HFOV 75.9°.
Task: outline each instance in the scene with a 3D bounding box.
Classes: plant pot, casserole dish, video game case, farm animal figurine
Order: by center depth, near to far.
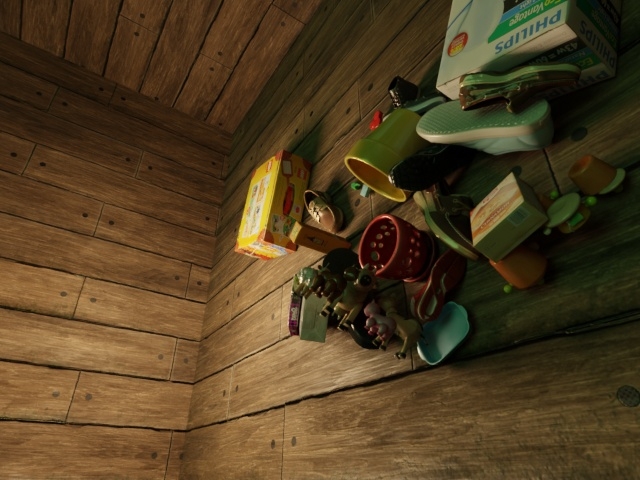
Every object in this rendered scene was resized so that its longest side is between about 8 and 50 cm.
[{"bbox_3d":[0.333,0.250,1.095,0.188,0.037,0.114,-55,32,25],"label":"casserole dish"},{"bbox_3d":[0.116,0.167,1.165,0.172,0.330,0.326,-53,14,-20],"label":"farm animal figurine"},{"bbox_3d":[0.237,0.034,1.247,0.191,0.174,0.191,-37,43,44],"label":"plant pot"},{"bbox_3d":[0.248,-0.298,1.381,0.239,0.254,0.254,-56,29,-4],"label":"plant pot"},{"bbox_3d":[-0.100,0.272,1.705,0.232,0.041,0.210,94,-178,-67],"label":"video game case"}]

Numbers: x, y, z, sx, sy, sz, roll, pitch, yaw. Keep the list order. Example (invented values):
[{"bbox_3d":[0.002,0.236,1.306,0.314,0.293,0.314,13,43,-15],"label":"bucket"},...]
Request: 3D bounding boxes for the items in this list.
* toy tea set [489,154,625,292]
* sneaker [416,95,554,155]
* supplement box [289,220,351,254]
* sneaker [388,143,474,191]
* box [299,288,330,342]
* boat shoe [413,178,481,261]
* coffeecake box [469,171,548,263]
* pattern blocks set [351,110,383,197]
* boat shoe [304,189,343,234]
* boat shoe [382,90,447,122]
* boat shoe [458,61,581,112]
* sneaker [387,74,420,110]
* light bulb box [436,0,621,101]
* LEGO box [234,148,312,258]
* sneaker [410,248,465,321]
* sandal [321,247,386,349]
[{"bbox_3d":[0.517,-0.024,0.906,0.336,0.124,0.200,-50,5,39],"label":"toy tea set"},{"bbox_3d":[0.428,-0.282,1.102,0.366,0.150,0.135,19,70,49],"label":"sneaker"},{"bbox_3d":[0.000,0.000,1.613,0.078,0.233,0.080,-63,30,14],"label":"supplement box"},{"bbox_3d":[0.313,-0.224,1.234,0.124,0.283,0.107,28,137,66],"label":"sneaker"},{"bbox_3d":[-0.025,0.255,1.510,0.290,0.087,0.169,-139,56,-86],"label":"box"},{"bbox_3d":[0.370,-0.080,1.149,0.123,0.123,0.342,-51,25,24],"label":"boat shoe"},{"bbox_3d":[0.417,-0.056,0.931,0.142,0.068,0.185,-52,4,31],"label":"coffeecake box"},{"bbox_3d":[0.212,-0.341,1.644,0.325,0.026,0.285,-66,24,21],"label":"pattern blocks set"},{"bbox_3d":[0.001,-0.130,1.811,0.123,0.116,0.324,-61,30,17],"label":"boat shoe"},{"bbox_3d":[0.327,-0.462,1.441,0.228,0.080,0.076,-16,52,32],"label":"boat shoe"},{"bbox_3d":[0.456,-0.346,0.960,0.257,0.095,0.095,6,95,36],"label":"boat shoe"},{"bbox_3d":[0.294,-0.493,1.524,0.083,0.118,0.222,-12,63,57],"label":"sneaker"},{"bbox_3d":[0.527,-0.557,1.054,0.358,0.225,0.361,-8,65,58],"label":"light bulb box"},{"bbox_3d":[-0.256,-0.175,2.199,0.372,0.193,0.500,-17,59,56],"label":"LEGO box"},{"bbox_3d":[0.314,0.122,1.157,0.221,0.087,0.128,-54,5,-13],"label":"sneaker"},{"bbox_3d":[0.104,0.196,1.411,0.446,0.167,0.107,-108,22,-47],"label":"sandal"}]
